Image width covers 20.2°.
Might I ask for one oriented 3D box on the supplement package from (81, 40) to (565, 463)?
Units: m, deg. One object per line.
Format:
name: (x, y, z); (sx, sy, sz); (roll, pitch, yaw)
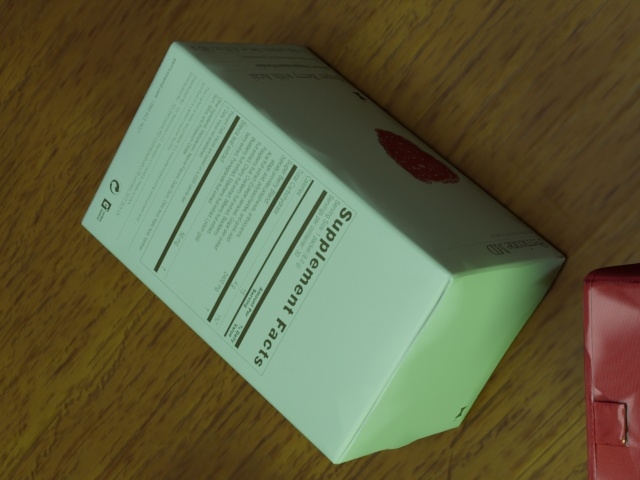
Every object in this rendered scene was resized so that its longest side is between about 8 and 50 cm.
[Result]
supplement package: (0.000, 0.000, 1.362); (0.293, 0.177, 0.175); (41, 115, 24)

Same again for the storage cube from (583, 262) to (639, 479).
storage cube: (0.296, 0.106, 1.165); (0.193, 0.183, 0.215); (1, 95, 34)
